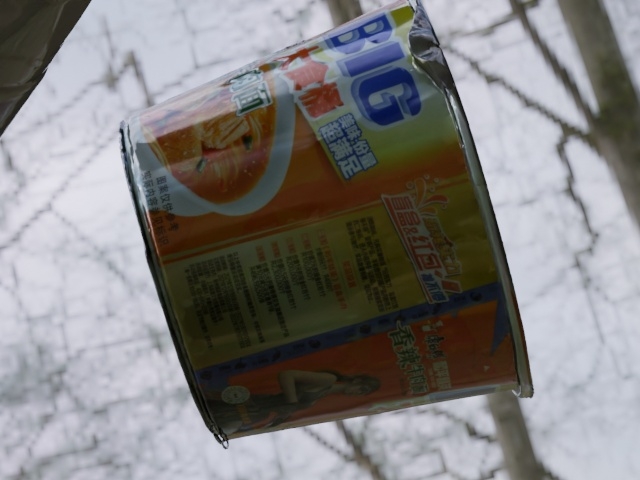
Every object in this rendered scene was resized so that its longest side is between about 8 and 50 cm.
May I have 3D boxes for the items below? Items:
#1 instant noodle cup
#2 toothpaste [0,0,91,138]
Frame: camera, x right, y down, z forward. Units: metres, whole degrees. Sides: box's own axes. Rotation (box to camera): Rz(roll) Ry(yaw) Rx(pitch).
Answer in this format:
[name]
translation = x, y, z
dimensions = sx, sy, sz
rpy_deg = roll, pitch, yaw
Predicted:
[instant noodle cup]
translation = 0.000, 0.000, 1.242
dimensions = 0.214, 0.296, 0.296
rpy_deg = -18, -24, 0
[toothpaste]
translation = -0.225, -0.021, 0.864
dimensions = 0.080, 0.125, 0.371
rpy_deg = -20, -21, -52
